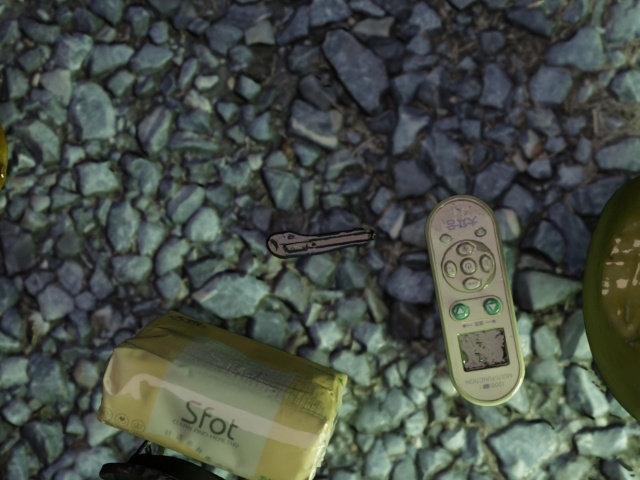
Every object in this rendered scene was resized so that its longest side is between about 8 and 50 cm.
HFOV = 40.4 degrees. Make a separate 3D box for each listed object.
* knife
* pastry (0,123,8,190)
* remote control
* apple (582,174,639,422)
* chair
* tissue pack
[{"bbox_3d":[0.000,0.000,0.947,0.121,0.018,0.031,-8,88,4],"label":"knife"},{"bbox_3d":[-0.447,-0.097,0.960,0.189,0.103,0.188,0,86,6],"label":"pastry"},{"bbox_3d":[0.161,0.062,0.914,0.078,0.042,0.221,-10,87,5],"label":"remote control"},{"bbox_3d":[0.380,0.055,0.788,0.279,0.279,0.279,0,87,7],"label":"apple"},{"bbox_3d":[-0.137,0.270,0.845,0.140,0.221,0.145,19,89,7],"label":"chair"},{"bbox_3d":[-0.091,0.153,0.866,0.222,0.186,0.090,21,101,6],"label":"tissue pack"}]
